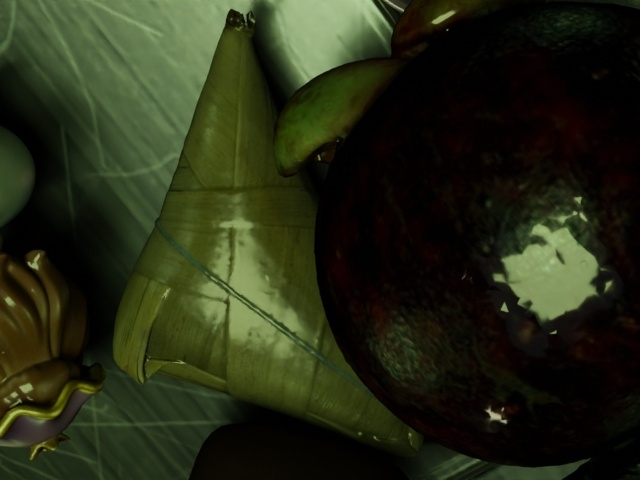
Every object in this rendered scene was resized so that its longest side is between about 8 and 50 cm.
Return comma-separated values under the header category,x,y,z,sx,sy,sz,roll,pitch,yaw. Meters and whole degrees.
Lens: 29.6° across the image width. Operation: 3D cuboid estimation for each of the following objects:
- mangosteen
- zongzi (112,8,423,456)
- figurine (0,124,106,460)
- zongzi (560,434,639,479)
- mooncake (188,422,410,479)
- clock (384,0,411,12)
category,x,y,z,sx,sy,sz,roll,pitch,yaw
mangosteen,0.118,-0.015,0.685,0.288,0.288,0.288,4,112,10
zongzi,0.000,0.000,0.808,0.228,0.115,0.256,20,102,-2
figurine,-0.241,0.027,0.836,0.142,0.189,0.263,-24,105,-23
zongzi,0.166,0.187,0.548,0.383,0.362,0.319,-27,68,47
mooncake,-0.040,0.285,0.799,0.174,0.334,0.326,19,101,-4
clock,0.097,-0.191,0.733,0.152,0.050,0.110,-40,99,22
